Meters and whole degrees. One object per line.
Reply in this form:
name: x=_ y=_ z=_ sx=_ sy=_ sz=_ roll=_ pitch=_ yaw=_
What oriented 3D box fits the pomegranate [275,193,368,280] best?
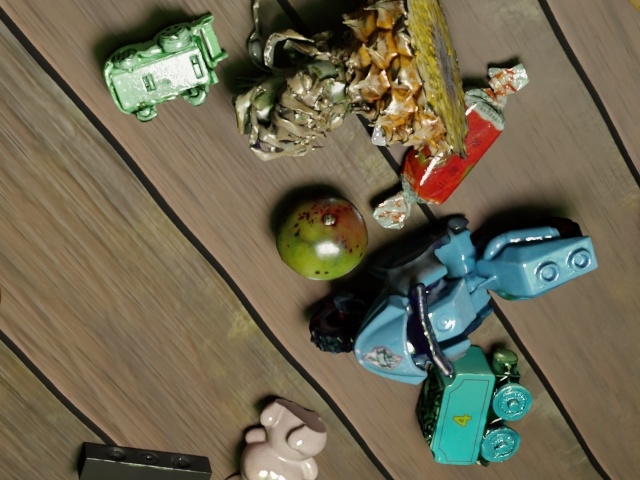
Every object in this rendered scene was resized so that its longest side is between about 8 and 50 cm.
pomegranate: x=0.001 y=-0.006 z=1.693 sx=0.130 sy=0.130 sz=0.130 roll=-7 pitch=119 yaw=-13

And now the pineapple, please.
pineapple: x=0.018 y=-0.192 z=1.527 sx=0.271 sy=0.262 sz=0.263 roll=-13 pitch=124 yaw=19

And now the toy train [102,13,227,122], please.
toy train: x=-0.190 y=-0.216 z=1.542 sx=0.149 sy=0.081 sz=0.099 roll=-20 pitch=122 yaw=1

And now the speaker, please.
speaker: x=-0.258 y=0.337 z=1.837 sx=0.191 sy=0.040 sz=0.046 roll=11 pitch=115 yaw=-22

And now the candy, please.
candy: x=0.178 y=-0.127 z=1.705 sx=0.086 sy=0.059 sz=0.292 roll=29 pitch=107 yaw=-29

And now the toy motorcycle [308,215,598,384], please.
toy motorcycle: x=0.189 y=0.082 z=1.720 sx=0.416 sy=0.232 sz=0.172 roll=-20 pitch=110 yaw=-6

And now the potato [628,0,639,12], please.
potato: x=0.474 y=-0.345 z=1.640 sx=0.175 sy=0.137 sz=0.137 roll=30 pitch=107 yaw=-6

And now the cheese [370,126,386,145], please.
cheese: x=0.101 y=-0.214 z=1.647 sx=0.097 sy=0.037 sz=0.192 roll=6 pitch=115 yaw=-18

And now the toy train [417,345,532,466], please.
toy train: x=0.233 y=0.255 z=1.905 sx=0.154 sy=0.107 sz=0.198 roll=6 pitch=115 yaw=-11

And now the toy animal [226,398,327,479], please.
toy animal: x=-0.072 y=0.344 z=1.853 sx=0.124 sy=0.124 sz=0.213 roll=22 pitch=106 yaw=-25
